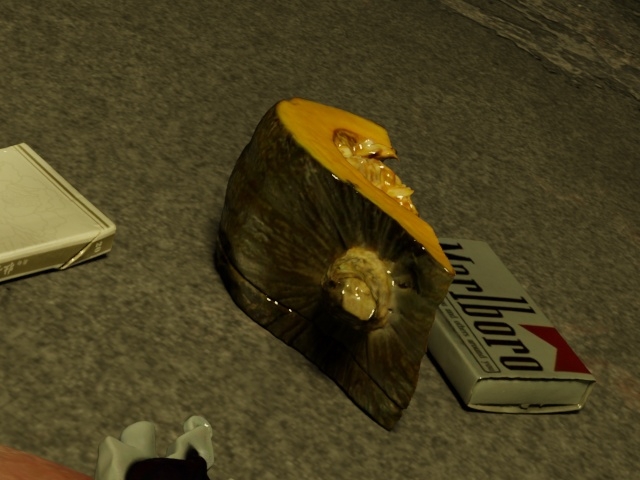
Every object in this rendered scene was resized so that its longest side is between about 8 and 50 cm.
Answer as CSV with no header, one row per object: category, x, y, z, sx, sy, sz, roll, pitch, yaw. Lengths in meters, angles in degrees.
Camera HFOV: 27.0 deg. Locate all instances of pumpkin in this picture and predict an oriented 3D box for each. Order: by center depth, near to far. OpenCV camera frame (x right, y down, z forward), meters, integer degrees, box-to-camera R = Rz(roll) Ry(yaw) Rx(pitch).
pumpkin,-0.001,0.002,0.938,0.126,0.131,0.248,21,22,-25

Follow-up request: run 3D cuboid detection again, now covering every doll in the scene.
doll,-0.085,0.153,0.673,0.096,0.070,0.195,37,34,-11

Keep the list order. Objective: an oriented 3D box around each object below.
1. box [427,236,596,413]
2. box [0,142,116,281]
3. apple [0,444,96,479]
box,0.120,0.060,1.024,0.115,0.036,0.177,6,33,-31
box,-0.240,-0.011,0.870,0.109,0.029,0.198,39,32,25
apple,-0.122,0.197,0.345,0.306,0.305,0.235,14,15,-19
